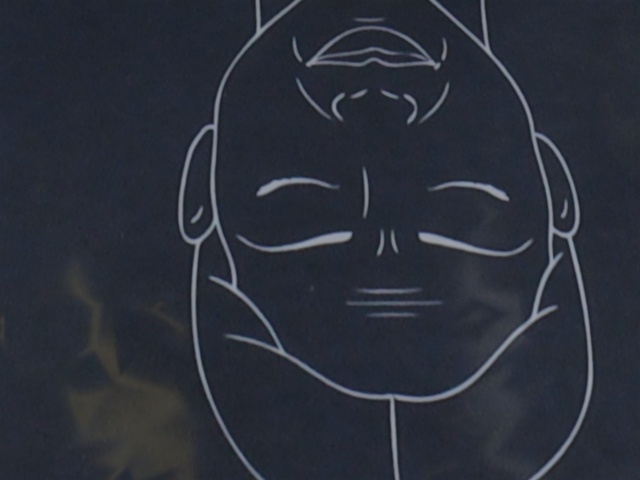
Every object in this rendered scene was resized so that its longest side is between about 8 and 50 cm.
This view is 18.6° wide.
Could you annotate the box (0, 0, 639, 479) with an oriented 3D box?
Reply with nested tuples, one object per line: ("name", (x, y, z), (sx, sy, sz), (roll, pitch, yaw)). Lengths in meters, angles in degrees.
("box", (0.000, 0.000, 0.687), (0.212, 0.294, 0.395), (109, 161, -63))
